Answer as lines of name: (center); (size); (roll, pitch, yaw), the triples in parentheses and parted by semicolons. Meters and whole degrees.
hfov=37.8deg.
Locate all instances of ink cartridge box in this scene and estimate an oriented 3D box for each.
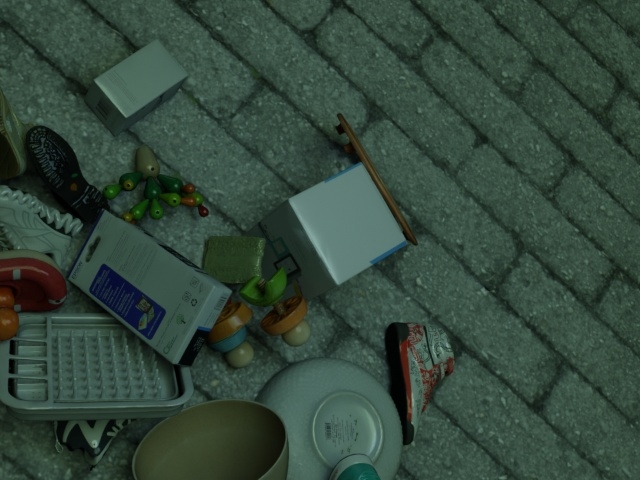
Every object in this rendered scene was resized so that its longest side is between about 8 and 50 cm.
ink cartridge box: (-0.328, 0.083, 1.761); (0.165, 0.333, 0.065); (-61, 149, 5)
ink cartridge box: (0.000, 0.000, 1.940); (0.198, 0.270, 0.197); (-29, 88, -30)

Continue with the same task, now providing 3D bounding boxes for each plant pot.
plant pot: (-0.184, 0.454, 1.725); (0.284, 0.284, 0.191); (-28, 122, -30)

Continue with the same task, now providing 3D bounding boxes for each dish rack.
dish rack: (-0.410, 0.236, 1.696); (0.333, 0.072, 0.285); (2, 29, -18)

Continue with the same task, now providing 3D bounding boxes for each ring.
ring: (0.117, -0.129, 2.045); (0.032, 0.336, 0.336); (-31, 87, 7)

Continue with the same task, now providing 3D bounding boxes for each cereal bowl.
cereal bowl: (0.028, 0.398, 1.894); (0.339, 0.141, 0.339); (8, 70, -24)

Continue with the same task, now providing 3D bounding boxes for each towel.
towel: (-0.181, 0.042, 1.925); (0.027, 0.148, 0.110); (32, 61, -57)

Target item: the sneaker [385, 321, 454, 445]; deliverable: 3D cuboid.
sneaker: (0.228, 0.311, 2.046); (0.145, 0.090, 0.270); (5, 67, -22)

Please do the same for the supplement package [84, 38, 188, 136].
supplement package: (-0.386, -0.321, 1.959); (0.105, 0.105, 0.179); (49, 60, -3)

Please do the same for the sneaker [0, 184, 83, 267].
sneaker: (-0.556, -0.027, 1.713); (0.292, 0.110, 0.118); (35, 69, -57)

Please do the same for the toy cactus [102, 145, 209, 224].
toy cactus: (-0.347, -0.110, 1.924); (0.219, 0.112, 0.180); (-2, 55, -24)

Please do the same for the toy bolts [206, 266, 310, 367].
toy bolts: (-0.149, 0.185, 1.829); (0.158, 0.228, 0.218); (58, 42, -14)

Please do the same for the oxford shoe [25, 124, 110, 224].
oxford shoe: (-0.507, -0.124, 1.807); (0.083, 0.096, 0.227); (-45, 126, -27)

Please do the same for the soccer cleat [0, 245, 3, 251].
soccer cleat: (-0.665, -0.095, 1.724); (0.116, 0.143, 0.331); (-14, 80, -29)

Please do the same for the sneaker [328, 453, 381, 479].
sneaker: (0.066, 0.571, 1.752); (0.124, 0.178, 0.295); (2, 117, -20)

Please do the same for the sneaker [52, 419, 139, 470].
sneaker: (-0.385, 0.351, 1.737); (0.235, 0.094, 0.153); (7, 72, -24)

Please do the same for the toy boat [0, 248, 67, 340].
toy boat: (-0.572, 0.110, 1.675); (0.231, 0.151, 0.151); (-8, 57, -21)

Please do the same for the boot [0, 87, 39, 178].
boot: (-0.597, -0.225, 1.785); (0.077, 0.165, 0.213); (-17, 95, 9)
